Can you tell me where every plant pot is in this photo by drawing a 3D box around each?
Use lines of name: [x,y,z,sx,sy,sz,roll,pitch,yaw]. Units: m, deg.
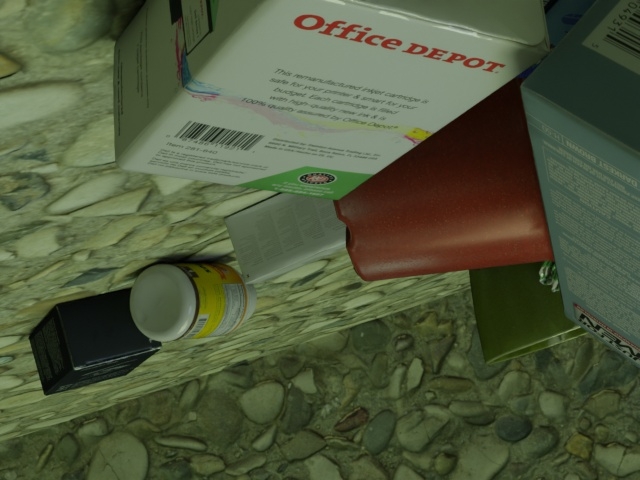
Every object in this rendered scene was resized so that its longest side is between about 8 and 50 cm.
plant pot: [0.150,-0.080,1.164,0.265,0.273,0.272,-13,170,9]
plant pot: [0.332,0.007,1.748,0.274,0.294,0.275,-18,169,-4]

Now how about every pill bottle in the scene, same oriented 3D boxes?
pill bottle: [-0.189,0.093,1.769,0.117,0.117,0.215,-24,168,26]

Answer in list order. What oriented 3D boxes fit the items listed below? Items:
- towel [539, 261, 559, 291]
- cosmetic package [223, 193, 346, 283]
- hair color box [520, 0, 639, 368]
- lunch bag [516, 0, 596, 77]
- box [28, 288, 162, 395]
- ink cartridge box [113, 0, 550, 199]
towel: [0.378,-0.094,1.494,0.248,0.038,0.325,-53,164,-24]
cosmetic package: [-0.005,-0.027,1.534,0.239,0.099,0.060,-22,168,22]
hair color box: [0.269,-0.053,0.870,0.185,0.113,0.374,-47,151,-10]
lunch bag: [0.192,-0.223,0.901,0.293,0.138,0.221,-1,162,-15]
box: [-0.368,0.165,1.850,0.153,0.108,0.207,-12,167,-31]
ink cartridge box: [-0.005,-0.139,0.813,0.201,0.117,0.278,7,157,-29]
